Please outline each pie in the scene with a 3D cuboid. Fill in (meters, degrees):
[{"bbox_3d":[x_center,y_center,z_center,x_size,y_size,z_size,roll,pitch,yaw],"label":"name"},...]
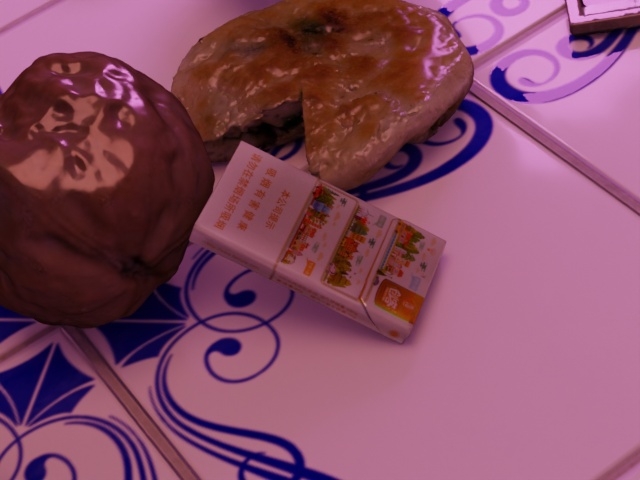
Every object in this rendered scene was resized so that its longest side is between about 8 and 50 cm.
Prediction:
[{"bbox_3d":[0.001,-0.174,1.598,0.337,0.075,0.338,-8,44,8],"label":"pie"}]

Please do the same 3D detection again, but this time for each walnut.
[{"bbox_3d":[-0.240,-0.049,1.430,0.227,0.273,0.273,-8,34,-38],"label":"walnut"}]

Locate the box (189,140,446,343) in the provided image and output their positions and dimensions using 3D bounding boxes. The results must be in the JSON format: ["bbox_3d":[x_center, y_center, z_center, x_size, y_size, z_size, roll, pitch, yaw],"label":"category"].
[{"bbox_3d":[0.000,0.000,1.389,0.220,0.032,0.122,26,52,-1],"label":"box"}]

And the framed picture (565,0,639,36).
[{"bbox_3d":[0.425,-0.324,1.664,0.314,0.024,0.232,-7,44,7],"label":"framed picture"}]
